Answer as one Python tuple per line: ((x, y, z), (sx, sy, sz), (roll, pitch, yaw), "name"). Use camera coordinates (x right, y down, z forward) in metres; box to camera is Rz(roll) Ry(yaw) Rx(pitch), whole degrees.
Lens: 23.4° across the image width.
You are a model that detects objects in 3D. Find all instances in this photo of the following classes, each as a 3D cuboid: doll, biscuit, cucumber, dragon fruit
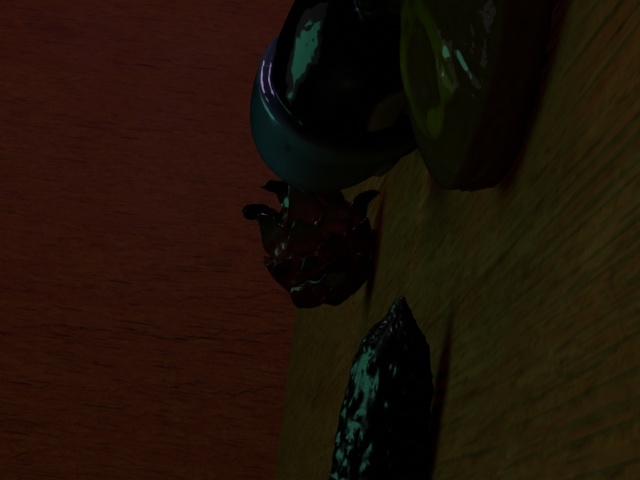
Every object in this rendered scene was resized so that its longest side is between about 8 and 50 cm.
((0.039, -0.144, 1.148), (0.177, 0.141, 0.314), (-48, -9, -44), "doll")
((0.062, -0.188, 0.904), (0.277, 0.052, 0.262), (-113, 23, -46), "biscuit")
((0.032, 0.185, 1.061), (0.072, 0.072, 0.300), (-95, 14, -75), "cucumber")
((-0.005, 0.001, 1.635), (0.121, 0.130, 0.142), (-3, 86, 47), "dragon fruit")
